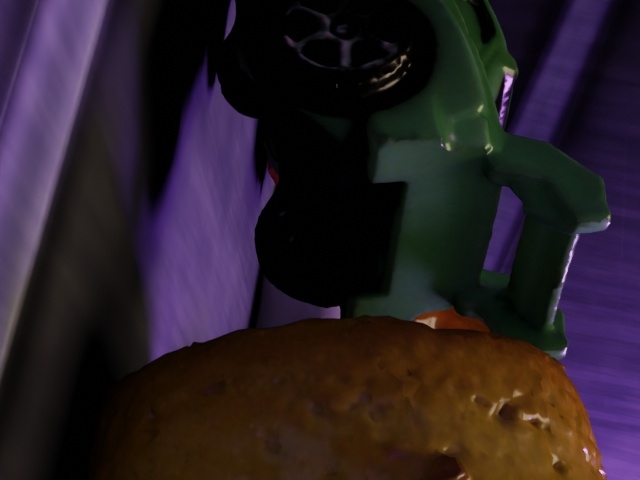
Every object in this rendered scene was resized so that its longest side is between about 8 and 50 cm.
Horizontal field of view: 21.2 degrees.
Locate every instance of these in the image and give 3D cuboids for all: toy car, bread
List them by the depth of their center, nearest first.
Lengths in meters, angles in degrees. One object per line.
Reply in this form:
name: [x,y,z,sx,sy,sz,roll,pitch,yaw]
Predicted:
bread: [0.009,0.170,1.011,0.358,0.336,0.204,81,-1,-71]
toy car: [0.036,-0.096,1.069,0.213,0.176,0.359,94,-15,-50]

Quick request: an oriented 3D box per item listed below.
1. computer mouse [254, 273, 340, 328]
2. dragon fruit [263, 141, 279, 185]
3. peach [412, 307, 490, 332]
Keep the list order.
computer mouse: [0.015,0.076,1.735,0.184,0.121,0.297,29,75,-59]
dragon fruit: [0.062,-0.119,1.556,0.268,0.205,0.210,-56,152,-40]
peach: [0.115,0.246,2.373,0.302,0.342,0.343,-58,-174,26]
